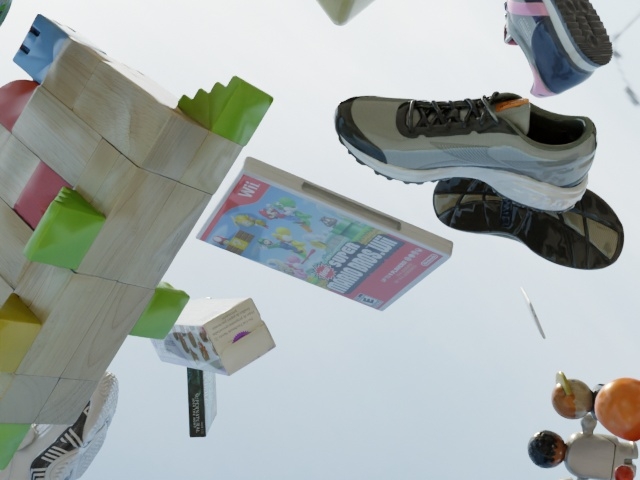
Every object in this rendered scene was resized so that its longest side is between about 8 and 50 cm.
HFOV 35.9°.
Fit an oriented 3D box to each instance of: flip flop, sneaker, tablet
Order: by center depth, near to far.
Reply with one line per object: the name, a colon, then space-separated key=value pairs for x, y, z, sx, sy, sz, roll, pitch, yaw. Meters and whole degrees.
sneaker: x=0.148 y=-0.113 z=1.003 sx=0.272 sy=0.108 sz=0.100 roll=10 pitch=-130 yaw=-1
tablet: x=0.281 y=0.095 z=1.311 sx=0.083 sy=0.006 sz=0.054 roll=-79 pitch=-34 yaw=-77
flip flop: x=0.287 y=-0.034 z=1.366 sx=0.277 sy=0.112 sz=0.080 roll=14 pitch=-173 yaw=33
sneaker: x=-0.452 y=0.306 z=1.385 sx=0.210 sy=0.137 sz=0.365 roll=29 pitch=-109 yaw=6
sneaker: x=0.290 y=-0.350 z=1.402 sx=0.112 sy=0.131 sz=0.318 roll=-1 pitch=-116 yaw=-35

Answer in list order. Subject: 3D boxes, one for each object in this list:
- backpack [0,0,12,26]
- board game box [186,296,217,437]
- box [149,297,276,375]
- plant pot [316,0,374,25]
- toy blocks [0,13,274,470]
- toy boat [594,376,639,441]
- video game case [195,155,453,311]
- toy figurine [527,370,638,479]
backpack: x=-0.306 y=-0.246 z=0.780 sx=0.166 sy=0.144 sz=0.188 roll=25 pitch=-99 yaw=-6
board game box: x=-0.177 y=0.185 z=1.473 sx=0.026 sy=0.186 sz=0.126 roll=-1 pitch=-174 yaw=2
box: x=-0.141 y=0.110 z=1.172 sx=0.067 sy=0.324 sz=0.063 roll=-29 pitch=-83 yaw=-22
plant pot: x=0.050 y=-0.425 z=1.219 sx=0.212 sy=0.212 sz=0.187 roll=52 pitch=177 yaw=-5
toy blocks: x=-0.249 y=-0.034 z=0.863 sx=0.261 sy=0.381 sz=0.191 roll=38 pitch=-170 yaw=32
toy boat: x=0.323 y=0.181 z=0.906 sx=0.151 sy=0.231 sz=0.151 roll=29 pitch=180 yaw=15
video game case: x=0.000 y=0.000 z=1.279 sx=0.285 sy=0.204 sz=0.025 roll=22 pitch=-121 yaw=-14
toy figurine: x=0.316 y=0.280 z=1.160 sx=0.148 sy=0.213 sz=0.209 roll=6 pitch=-126 yaw=3
